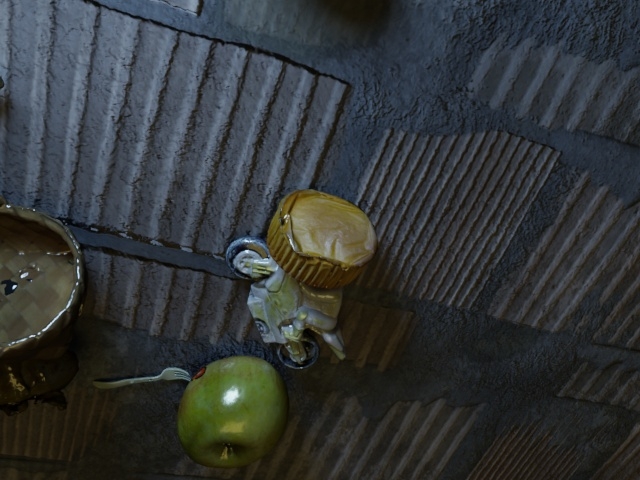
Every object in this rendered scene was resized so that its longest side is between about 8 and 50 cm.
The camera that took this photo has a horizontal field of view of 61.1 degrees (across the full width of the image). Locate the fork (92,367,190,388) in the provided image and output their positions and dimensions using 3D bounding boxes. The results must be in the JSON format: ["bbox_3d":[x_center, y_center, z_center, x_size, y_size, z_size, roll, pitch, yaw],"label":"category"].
[{"bbox_3d":[-0.402,0.313,1.224,0.219,0.028,0.034,-5,130,-2],"label":"fork"}]

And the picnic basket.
[{"bbox_3d":[-0.549,0.039,0.839,0.337,0.293,0.337,-4,151,-2],"label":"picnic basket"}]

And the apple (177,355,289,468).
[{"bbox_3d":[-0.190,0.380,1.197,0.260,0.194,0.261,-4,129,-5],"label":"apple"}]

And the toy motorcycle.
[{"bbox_3d":[-0.039,0.119,1.112,0.222,0.108,0.341,-17,116,8],"label":"toy motorcycle"}]

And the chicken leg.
[{"bbox_3d":[-0.624,0.217,0.993,0.140,0.212,0.361,-37,147,31],"label":"chicken leg"}]

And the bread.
[{"bbox_3d":[0.000,-0.001,1.004,0.199,0.199,0.104,14,137,-17],"label":"bread"}]

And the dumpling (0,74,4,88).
[{"bbox_3d":[-0.637,-0.302,0.761,0.332,0.086,0.166,5,153,-13],"label":"dumpling"}]
